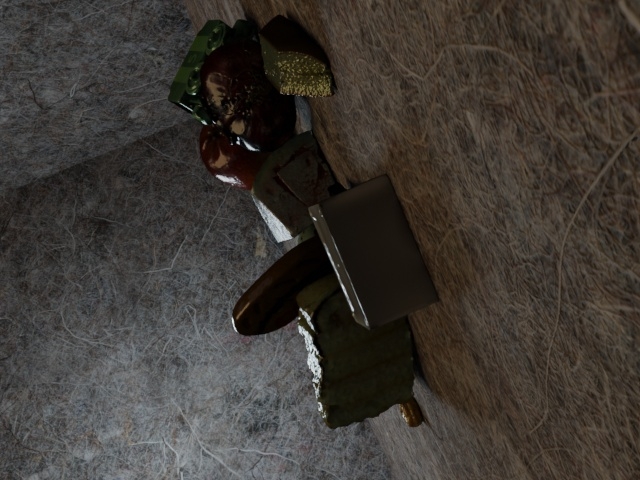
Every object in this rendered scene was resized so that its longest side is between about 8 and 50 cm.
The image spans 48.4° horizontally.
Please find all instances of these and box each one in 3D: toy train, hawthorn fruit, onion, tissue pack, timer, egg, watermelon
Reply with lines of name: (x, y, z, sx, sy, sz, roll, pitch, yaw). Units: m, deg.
toy train: (-0.286, -0.462, 1.934, 0.167, 0.299, 0.238, 30, 175, -36)
hawthorn fruit: (-0.212, -0.272, 2.074, 0.275, 0.275, 0.299, 61, -176, 39)
onion: (-0.160, -0.336, 1.691, 0.281, 0.221, 0.281, 57, 167, 20)
tissue pack: (0.091, 0.022, 1.306, 0.159, 0.136, 0.246, -173, 59, -82)
timer: (0.074, -0.052, 1.518, 0.144, 0.055, 0.187, 62, 178, -13)
egg: (0.000, 0.000, 1.925, 0.131, 0.131, 0.164, 74, -176, -46)
watermelon: (-0.034, -0.099, 1.768, 0.201, 0.213, 0.261, 40, 163, 37)

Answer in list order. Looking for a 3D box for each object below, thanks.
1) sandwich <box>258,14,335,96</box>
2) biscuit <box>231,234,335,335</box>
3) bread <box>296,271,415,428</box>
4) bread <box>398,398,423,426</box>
sandwich: (-0.059, -0.359, 1.391, 0.258, 0.096, 0.094, -125, 19, -48)
biscuit: (-0.048, 0.118, 1.768, 0.314, 0.367, 0.063, 11, -141, -56)
bread: (0.063, 0.206, 1.669, 0.264, 0.239, 0.395, -125, 22, -61)
bread: (0.241, 0.461, 1.944, 0.111, 0.044, 0.083, -140, 29, -79)
